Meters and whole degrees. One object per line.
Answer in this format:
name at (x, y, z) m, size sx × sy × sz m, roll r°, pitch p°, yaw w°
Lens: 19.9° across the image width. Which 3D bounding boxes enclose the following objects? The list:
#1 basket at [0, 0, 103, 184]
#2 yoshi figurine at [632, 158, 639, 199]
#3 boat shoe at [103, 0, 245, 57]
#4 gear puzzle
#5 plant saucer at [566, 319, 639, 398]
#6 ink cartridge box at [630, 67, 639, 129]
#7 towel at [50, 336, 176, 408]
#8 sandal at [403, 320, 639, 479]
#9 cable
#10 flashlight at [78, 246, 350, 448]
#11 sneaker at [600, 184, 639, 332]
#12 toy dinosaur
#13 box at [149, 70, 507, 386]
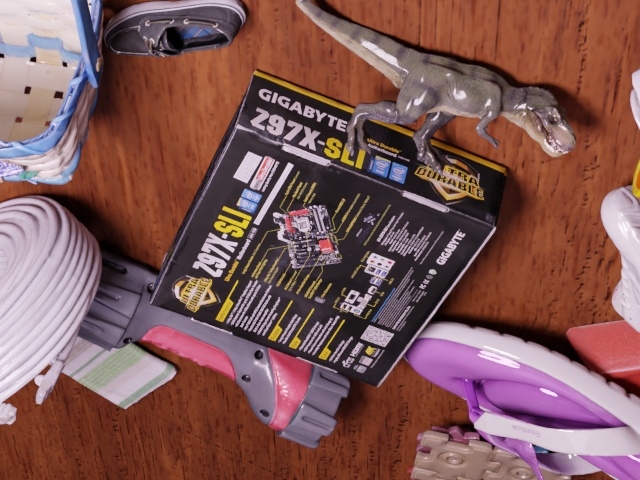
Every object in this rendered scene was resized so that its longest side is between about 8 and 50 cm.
basket at (-0.300, -0.167, 1.540) m, size 0.254 × 0.201 × 0.289 m, roll 7°, pitch 152°, yaw 11°
yoshi figurine at (0.444, 0.022, 1.565) m, size 0.362 × 0.204 × 0.203 m, roll 19°, pitch 159°, yaw -10°
boat shoe at (-0.132, -0.182, 1.600) m, size 0.142 × 0.040 × 0.049 m, roll -9°, pitch 137°, yaw 28°
gear puzzle at (0.181, 0.303, 2.128) m, size 0.175 × 0.044 × 0.339 m, roll 12°, pitch 146°, yaw 1°
plant saucer at (0.412, 0.164, 1.861) m, size 0.259 × 0.048 × 0.258 m, roll -10°, pitch 137°, yaw 30°
ink cartridge box at (0.462, -0.075, 1.290) m, size 0.395 × 0.166 × 0.285 m, roll -22°, pitch 95°, yaw 27°
towel at (-0.250, 0.128, 2.061) m, size 0.152 × 0.023 × 0.113 m, roll 34°, pitch 137°, yaw -21°
sandal at (0.260, 0.207, 1.856) m, size 0.416 × 0.102 × 0.169 m, roll 27°, pitch 154°, yaw 4°
cable at (-0.334, 0.068, 1.814) m, size 0.257 × 0.257 × 0.089 m, roll -12°, pitch 130°, yaw 38°
flashlight at (-0.122, 0.121, 1.939) m, size 0.304 × 0.103 × 0.103 m, roll 23°, pitch 145°, yaw -13°
sneaker at (0.309, 0.038, 1.701) m, size 0.115 × 0.090 × 0.232 m, roll -12°, pitch 134°, yaw 39°
toy dinosaur at (0.086, -0.120, 1.590) m, size 0.268 × 0.064 × 0.118 m, roll 22°, pitch 124°, yaw -6°
box at (0.000, 0.000, 1.762) m, size 0.257 × 0.079 × 0.322 m, roll 22°, pitch 143°, yaw -7°
